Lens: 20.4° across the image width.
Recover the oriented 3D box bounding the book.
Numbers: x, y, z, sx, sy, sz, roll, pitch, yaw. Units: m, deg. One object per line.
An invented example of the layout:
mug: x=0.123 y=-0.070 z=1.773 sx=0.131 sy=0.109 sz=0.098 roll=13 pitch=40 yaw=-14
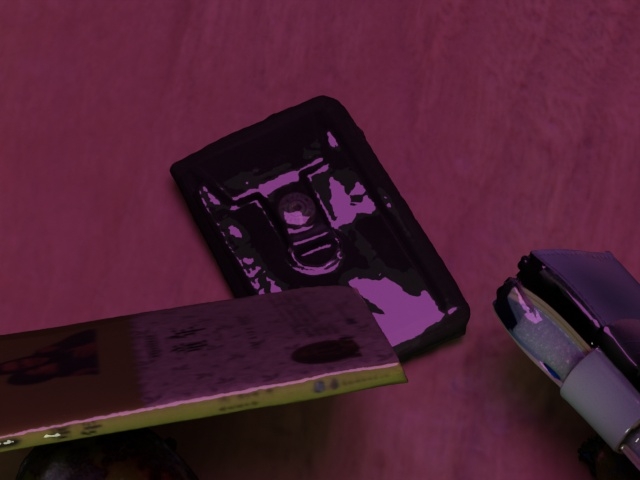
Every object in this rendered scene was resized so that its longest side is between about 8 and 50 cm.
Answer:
book: x=-0.125 y=0.090 z=1.244 sx=0.352 sy=0.035 sz=0.239 roll=-9 pitch=12 yaw=-6

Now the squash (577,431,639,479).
squash: x=0.255 y=0.208 z=1.300 sx=0.052 sy=0.052 sz=0.183 roll=-28 pitch=63 yaw=-24

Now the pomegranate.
pomegranate: x=-0.160 y=0.197 z=1.210 sx=0.169 sy=0.148 sz=0.148 roll=-26 pitch=60 yaw=-14

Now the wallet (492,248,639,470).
wallet: x=0.251 y=0.110 z=1.322 sx=0.176 sy=0.075 sz=0.250 roll=4 pitch=40 yaw=-54

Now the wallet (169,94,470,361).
wallet: x=0.000 y=0.000 z=1.431 sx=0.168 sy=0.052 sz=0.245 roll=-21 pitch=61 yaw=-16
